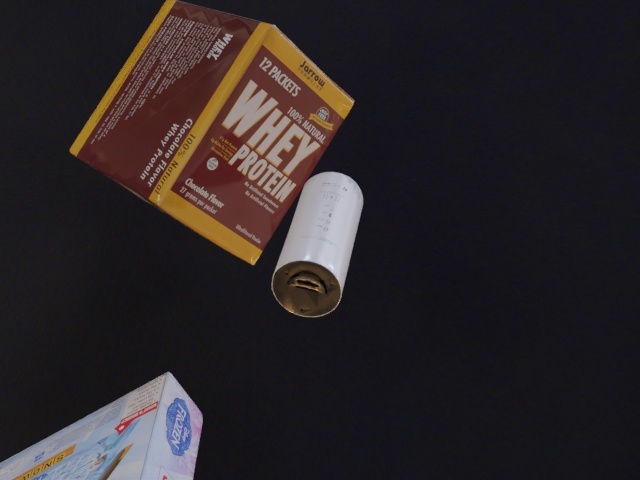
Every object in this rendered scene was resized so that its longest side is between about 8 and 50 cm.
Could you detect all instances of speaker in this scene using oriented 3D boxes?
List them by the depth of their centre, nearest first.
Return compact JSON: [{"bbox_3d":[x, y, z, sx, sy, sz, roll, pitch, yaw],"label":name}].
[{"bbox_3d":[0.000,0.000,0.720,0.055,0.136,0.055,5,-55,7],"label":"speaker"}]

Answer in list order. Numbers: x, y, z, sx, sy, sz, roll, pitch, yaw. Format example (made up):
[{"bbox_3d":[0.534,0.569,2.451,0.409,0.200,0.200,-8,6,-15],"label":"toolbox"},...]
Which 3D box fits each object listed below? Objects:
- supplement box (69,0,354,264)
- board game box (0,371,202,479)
[{"bbox_3d":[-0.110,-0.112,0.881,0.129,0.194,0.191,36,-96,-43],"label":"supplement box"},{"bbox_3d":[-0.257,0.285,0.736,0.318,0.318,0.066,-29,-68,12],"label":"board game box"}]
